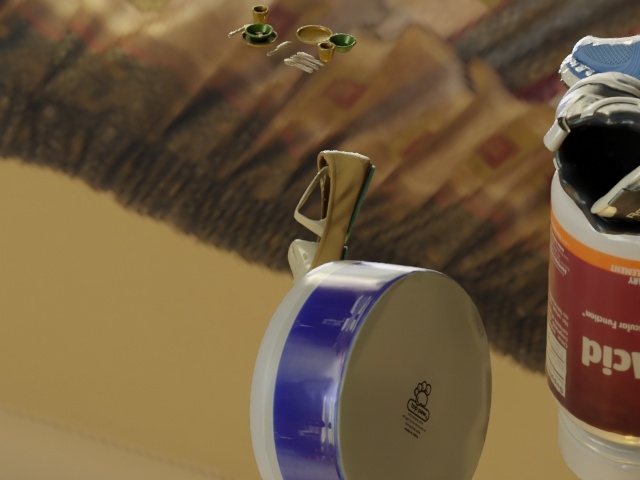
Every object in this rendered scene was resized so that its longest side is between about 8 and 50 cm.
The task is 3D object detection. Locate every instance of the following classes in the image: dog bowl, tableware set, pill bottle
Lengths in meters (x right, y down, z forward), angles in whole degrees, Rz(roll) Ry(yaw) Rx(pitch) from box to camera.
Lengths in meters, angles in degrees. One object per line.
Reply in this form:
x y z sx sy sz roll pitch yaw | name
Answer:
0.055 0.153 1.591 0.265 0.104 0.264 -7 -81 -52 | dog bowl
-0.035 -0.266 2.120 0.154 0.024 0.104 27 -138 32 | tableware set
0.370 0.092 1.880 0.224 0.392 0.224 -3 -144 2 | pill bottle

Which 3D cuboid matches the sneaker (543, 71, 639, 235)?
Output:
0.246 -0.023 1.103 0.235 0.094 0.153 43 -152 10 | sneaker

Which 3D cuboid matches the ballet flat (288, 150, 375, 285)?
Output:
0.000 0.000 1.820 0.073 0.080 0.232 19 -122 -4 | ballet flat

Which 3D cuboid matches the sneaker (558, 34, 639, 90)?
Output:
0.343 -0.148 1.442 0.130 0.147 0.330 29 177 -32 | sneaker
